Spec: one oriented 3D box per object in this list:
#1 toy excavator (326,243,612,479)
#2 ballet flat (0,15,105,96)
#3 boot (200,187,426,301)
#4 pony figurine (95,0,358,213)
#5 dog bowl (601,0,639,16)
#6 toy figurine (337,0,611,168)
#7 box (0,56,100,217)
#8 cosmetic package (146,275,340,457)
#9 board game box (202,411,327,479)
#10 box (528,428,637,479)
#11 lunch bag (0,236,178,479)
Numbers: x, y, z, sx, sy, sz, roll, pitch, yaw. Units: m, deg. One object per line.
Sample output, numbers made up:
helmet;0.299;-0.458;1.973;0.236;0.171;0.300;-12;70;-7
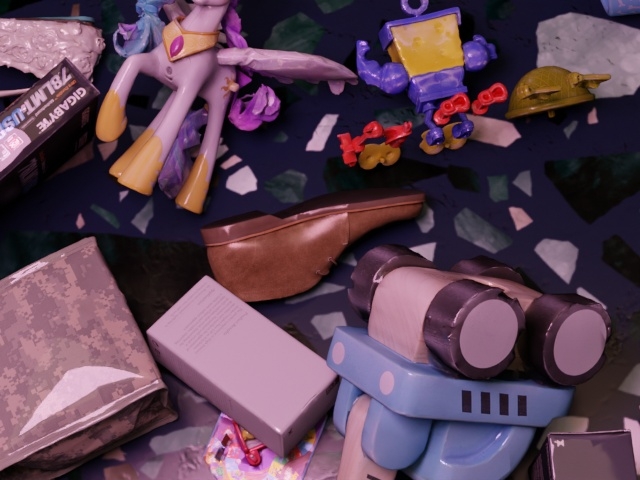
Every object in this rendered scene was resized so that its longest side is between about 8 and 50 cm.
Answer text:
toy excavator;0.088;0.240;1.464;0.433;0.222;0.445;8;99;-32
ballet flat;-0.515;-0.274;1.787;0.409;0.147;0.146;7;69;8
boot;0.000;0.000;1.668;0.305;0.112;0.115;-14;98;-6
pony figurine;-0.145;-0.225;1.654;0.303;0.351;0.363;25;90;17
dog bowl;0.408;-0.451;1.777;0.074;0.166;0.297;-17;68;10
toy figurine;0.180;-0.253;1.670;0.363;0.191;0.217;-15;79;-6
box;-0.417;-0.089;1.610;0.293;0.295;0.073;-42;94;-14
cosmetic package;-0.097;0.158;1.579;0.231;0.085;0.117;36;64;22
board game box;-0.071;0.244;1.590;0.133;0.033;0.168;19;71;11
box;0.311;0.367;1.432;0.103;0.184;0.261;-4;68;3
lunch bag;-0.359;0.174;1.568;0.287;0.169;0.235;-25;68;-11
